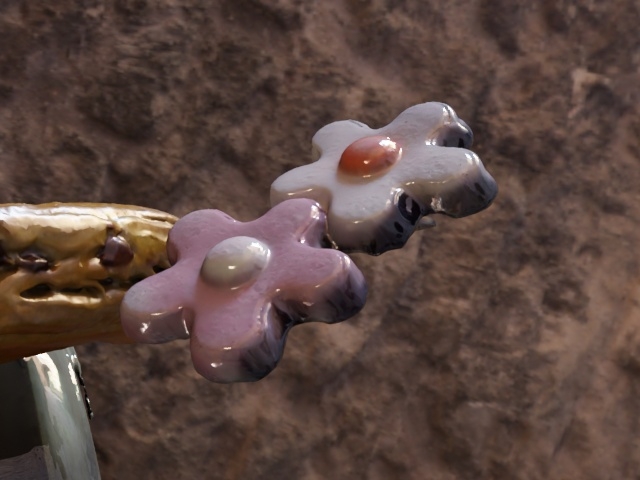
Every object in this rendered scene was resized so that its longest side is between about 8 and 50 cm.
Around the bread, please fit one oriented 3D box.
[{"bbox_3d":[-0.220,0.022,0.646,0.210,0.235,0.099,1,-88,-60],"label":"bread"}]

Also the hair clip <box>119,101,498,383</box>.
[{"bbox_3d":[-0.001,-0.006,0.617,0.257,0.146,0.075,-31,-45,-31],"label":"hair clip"}]

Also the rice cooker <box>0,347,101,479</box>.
[{"bbox_3d":[-0.349,0.220,0.801,0.325,0.335,0.335,-10,-68,-22],"label":"rice cooker"}]
